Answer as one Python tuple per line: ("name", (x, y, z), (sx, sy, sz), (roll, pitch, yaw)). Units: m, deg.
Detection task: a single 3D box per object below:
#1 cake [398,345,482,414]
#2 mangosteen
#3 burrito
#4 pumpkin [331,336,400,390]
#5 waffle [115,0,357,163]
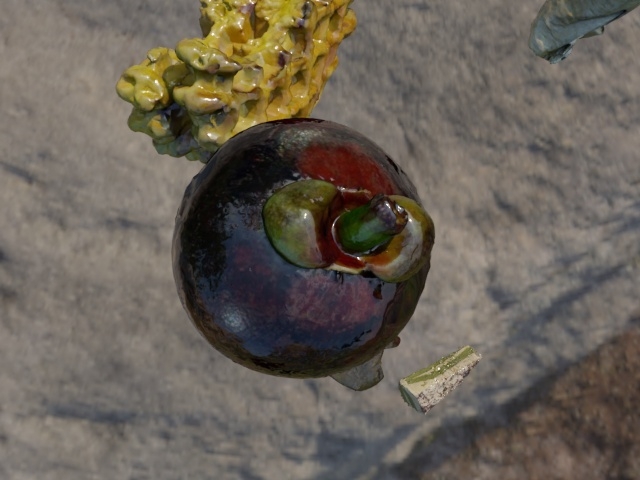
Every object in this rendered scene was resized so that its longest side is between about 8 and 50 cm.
("cake", (0.185, 0.212, 2.036), (0.140, 0.051, 0.055), (-26, 128, -25))
("mangosteen", (-0.001, 0.004, 1.064), (0.216, 0.216, 0.216), (1, 124, 1))
("burrito", (0.405, -0.354, 1.802), (0.107, 0.175, 0.348), (43, 152, -4))
("pumpkin", (0.037, 0.104, 2.130), (0.130, 0.149, 0.254), (-34, 73, 25))
("waffle", (-0.073, -0.226, 1.449), (0.151, 0.324, 0.261), (19, 165, 26))
